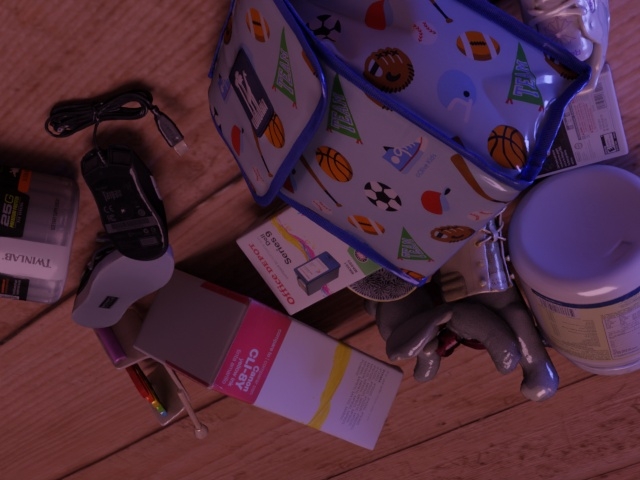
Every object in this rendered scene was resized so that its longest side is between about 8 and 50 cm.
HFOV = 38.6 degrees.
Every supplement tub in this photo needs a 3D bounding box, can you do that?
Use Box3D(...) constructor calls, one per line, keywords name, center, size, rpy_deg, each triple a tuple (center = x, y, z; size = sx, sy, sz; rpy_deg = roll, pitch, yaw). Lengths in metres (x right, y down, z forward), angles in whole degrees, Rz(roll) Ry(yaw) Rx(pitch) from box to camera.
Box3D(name="supplement tub", center=(-0.520, -0.023, 1.320), size=(0.316, 0.193, 0.193), rpy_deg=(10, 143, -18))
Box3D(name="supplement tub", center=(0.442, 0.059, 1.457), size=(0.235, 0.235, 0.325), rpy_deg=(-14, 144, 16))

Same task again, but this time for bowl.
Box3D(name="bowl", center=(0.103, 0.006, 1.471), size=(0.170, 0.080, 0.170), rpy_deg=(11, 115, 23))

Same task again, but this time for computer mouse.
Box3D(name="computer mouse", center=(-0.254, -0.099, 1.303), size=(0.184, 0.060, 0.262), rpy_deg=(-15, 117, 21))

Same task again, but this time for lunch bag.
Box3D(name="lunch bag", center=(0.050, -0.156, 1.081), size=(0.385, 0.239, 0.328), rpy_deg=(34, 152, -2))

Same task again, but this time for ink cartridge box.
Box3D(name="ink cartridge box", center=(-0.086, 0.210, 1.602), size=(0.385, 0.160, 0.279), rpy_deg=(29, 170, -37))
Box3D(name="ink cartridge box", center=(0.000, 0.000, 1.415), size=(0.212, 0.093, 0.154), rpy_deg=(-28, 101, 35))

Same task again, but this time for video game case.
Box3D(name="video game case", center=(0.344, -0.163, 1.321), size=(0.173, 0.022, 0.190), rpy_deg=(-15, 144, 17))

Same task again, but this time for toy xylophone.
Box3D(name="toy xylophone", center=(-0.318, 0.259, 1.727), size=(0.081, 0.236, 0.322), rpy_deg=(-31, 142, -11))

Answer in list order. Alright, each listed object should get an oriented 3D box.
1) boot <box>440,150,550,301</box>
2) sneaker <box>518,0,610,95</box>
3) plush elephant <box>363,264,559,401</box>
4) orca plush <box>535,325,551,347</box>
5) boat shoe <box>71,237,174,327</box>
Box3D(name="boot", center=(0.245, -0.028, 1.309), size=(0.095, 0.203, 0.262), rpy_deg=(-3, 165, -37))
Box3D(name="sneaker", center=(0.273, -0.289, 1.020), size=(0.114, 0.152, 0.305), rpy_deg=(-10, 144, 24))
Box3D(name="plush elephant", center=(0.213, 0.133, 1.535), size=(0.255, 0.272, 0.330), rpy_deg=(-26, 114, 11))
Box3D(name="orca plush", center=(0.510, 0.152, 1.757), size=(0.287, 0.102, 0.151), rpy_deg=(6, -170, 6))
Box3D(name="boat shoe", center=(-0.327, 0.046, 1.509), size=(0.113, 0.105, 0.306), rpy_deg=(11, 150, -25))
